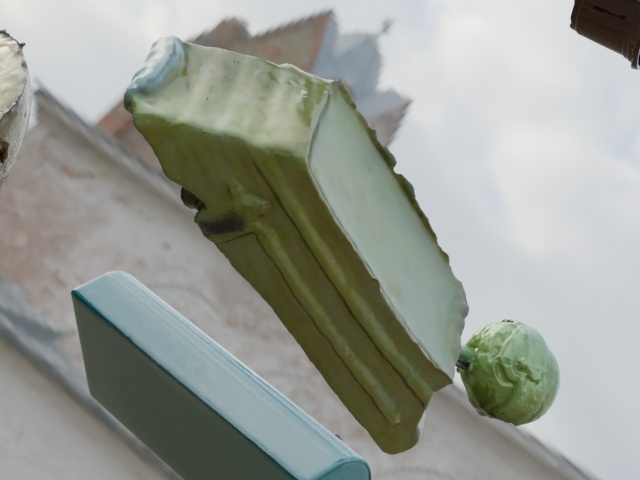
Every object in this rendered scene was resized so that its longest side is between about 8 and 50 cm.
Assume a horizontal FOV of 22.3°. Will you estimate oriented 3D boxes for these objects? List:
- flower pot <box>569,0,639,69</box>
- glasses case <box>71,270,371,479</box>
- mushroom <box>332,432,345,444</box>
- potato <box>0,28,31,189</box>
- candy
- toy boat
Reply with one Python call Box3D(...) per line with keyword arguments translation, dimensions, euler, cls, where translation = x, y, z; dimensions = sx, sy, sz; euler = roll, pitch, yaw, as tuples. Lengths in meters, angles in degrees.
Box3D(translation=(0.321, -0.248, 1.749), dimensions=(0.089, 0.111, 0.111), euler=(23, -23, 18), cls="flower pot")
Box3D(translation=(-0.080, 0.136, 1.248), dimensions=(0.301, 0.070, 0.117), euler=(33, -41, 39), cls="glasses case")
Box3D(translation=(-0.039, 0.291, 1.450), dimensions=(0.267, 0.164, 0.190), euler=(50, -46, 46), cls="mushroom")
Box3D(translation=(-0.360, -0.061, 1.331), dimensions=(0.239, 0.299, 0.116), euler=(-116, -175, -46), cls="potato")
Box3D(translation=(0.081, 0.085, 1.412), dimensions=(0.335, 0.093, 0.092), euler=(21, 3, -35), cls="candy")
Box3D(translation=(0.004, -0.003, 0.911), dimensions=(0.084, 0.111, 0.276), euler=(-23, -61, 25), cls="toy boat")
